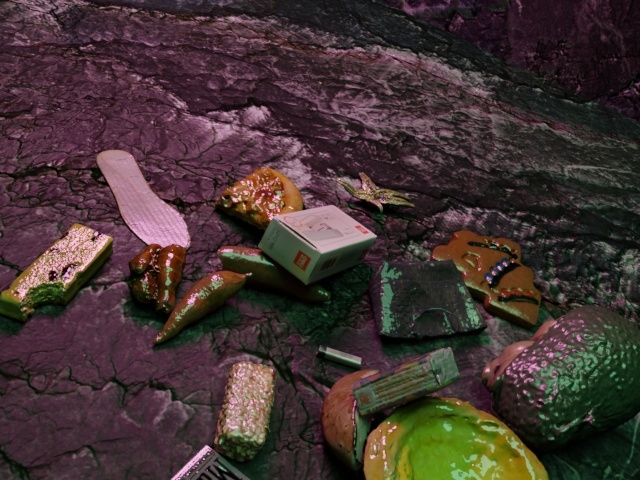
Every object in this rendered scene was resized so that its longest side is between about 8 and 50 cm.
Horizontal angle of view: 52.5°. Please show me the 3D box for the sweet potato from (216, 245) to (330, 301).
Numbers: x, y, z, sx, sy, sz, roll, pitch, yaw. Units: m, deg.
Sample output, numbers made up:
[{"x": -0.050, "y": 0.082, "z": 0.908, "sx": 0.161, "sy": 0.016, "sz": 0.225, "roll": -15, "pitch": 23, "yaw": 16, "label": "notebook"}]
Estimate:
[{"x": -0.093, "y": 0.066, "z": 1.292, "sx": 0.243, "sy": 0.077, "sz": 0.077, "roll": 19, "pitch": 38, "yaw": -14, "label": "sweet potato"}]

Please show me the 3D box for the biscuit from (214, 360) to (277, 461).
[{"x": -0.118, "y": 0.269, "z": 1.041, "sx": 0.082, "sy": 0.070, "sz": 0.169, "roll": 21, "pitch": 36, "yaw": -12, "label": "biscuit"}]

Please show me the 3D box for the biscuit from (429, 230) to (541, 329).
[{"x": 0.415, "y": 0.083, "z": 1.523, "sx": 0.278, "sy": 0.043, "sz": 0.301, "roll": -10, "pitch": 48, "yaw": -33, "label": "biscuit"}]

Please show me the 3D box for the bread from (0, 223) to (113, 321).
[{"x": -0.460, "y": 0.057, "z": 1.144, "sx": 0.088, "sy": 0.049, "sz": 0.226, "roll": 23, "pitch": 39, "yaw": 2, "label": "bread"}]

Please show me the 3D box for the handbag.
[{"x": 0.216, "y": 0.129, "z": 1.359, "sx": 0.270, "sy": 0.089, "sz": 0.175, "roll": -1, "pitch": 52, "yaw": -25, "label": "handbag"}]

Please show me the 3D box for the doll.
[{"x": 0.453, "y": 0.262, "z": 1.206, "sx": 0.349, "sy": 0.247, "sz": 0.247, "roll": -23, "pitch": 56, "yaw": -34, "label": "doll"}]

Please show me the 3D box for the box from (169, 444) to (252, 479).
[{"x": -0.177, "y": 0.383, "z": 0.908, "sx": 0.115, "sy": 0.036, "sz": 0.177, "roll": 35, "pitch": 40, "yaw": 16, "label": "box"}]

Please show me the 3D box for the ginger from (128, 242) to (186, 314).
[{"x": -0.305, "y": 0.060, "z": 1.193, "sx": 0.103, "sy": 0.073, "sz": 0.162, "roll": 11, "pitch": 41, "yaw": -12, "label": "ginger"}]

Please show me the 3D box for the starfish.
[{"x": 0.134, "y": -0.117, "z": 1.621, "sx": 0.223, "sy": 0.050, "sz": 0.217, "roll": 18, "pitch": 31, "yaw": -23, "label": "starfish"}]

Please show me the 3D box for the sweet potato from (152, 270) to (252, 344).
[{"x": -0.224, "y": 0.113, "z": 1.183, "sx": 0.068, "sy": 0.068, "sz": 0.226, "roll": 40, "pitch": 56, "yaw": 21, "label": "sweet potato"}]

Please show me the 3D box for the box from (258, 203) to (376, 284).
[{"x": 0.000, "y": 0.000, "z": 1.339, "sx": 0.135, "sy": 0.079, "sz": 0.269, "roll": 37, "pitch": 23, "yaw": 19, "label": "box"}]

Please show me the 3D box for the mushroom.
[{"x": 0.047, "y": 0.287, "z": 1.082, "sx": 0.072, "sy": 0.094, "sz": 0.210, "roll": 56, "pitch": 32, "yaw": -18, "label": "mushroom"}]

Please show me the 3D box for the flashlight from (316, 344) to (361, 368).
[{"x": 0.034, "y": 0.217, "z": 1.211, "sx": 0.083, "sy": 0.018, "sz": 0.018, "roll": 18, "pitch": 38, "yaw": -5, "label": "flashlight"}]

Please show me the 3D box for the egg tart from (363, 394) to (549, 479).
[{"x": 0.209, "y": 0.401, "z": 0.988, "sx": 0.345, "sy": 0.133, "sz": 0.345, "roll": 13, "pitch": 39, "yaw": -10, "label": "egg tart"}]

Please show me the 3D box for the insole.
[{"x": -0.382, "y": -0.088, "z": 1.379, "sx": 0.118, "sy": 0.009, "sz": 0.348, "roll": -14, "pitch": 51, "yaw": -35, "label": "insole"}]

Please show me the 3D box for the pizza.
[{"x": -0.138, "y": -0.097, "z": 1.439, "sx": 0.197, "sy": 0.058, "sz": 0.292, "roll": -1, "pitch": 32, "yaw": -7, "label": "pizza"}]

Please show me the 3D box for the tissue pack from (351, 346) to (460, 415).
[{"x": 0.138, "y": 0.225, "z": 1.038, "sx": 0.108, "sy": 0.148, "sz": 0.060, "roll": 5, "pitch": 60, "yaw": -61, "label": "tissue pack"}]
